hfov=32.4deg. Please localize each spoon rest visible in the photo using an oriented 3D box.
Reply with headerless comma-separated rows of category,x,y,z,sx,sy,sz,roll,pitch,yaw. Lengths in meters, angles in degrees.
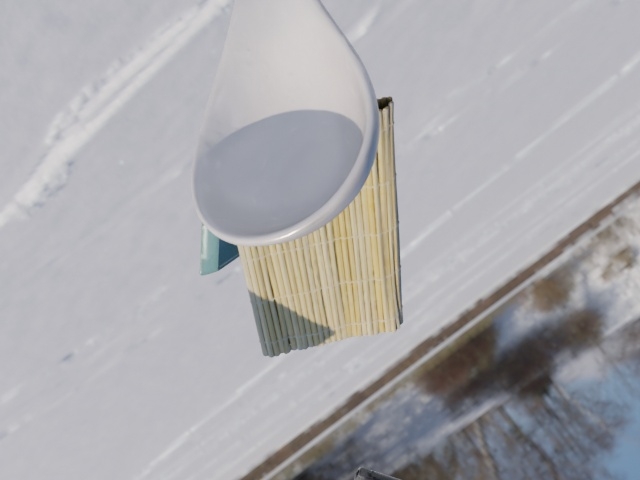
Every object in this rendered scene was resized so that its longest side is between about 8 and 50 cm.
spoon rest,-0.020,-0.117,0.721,0.137,0.276,0.084,-16,141,28

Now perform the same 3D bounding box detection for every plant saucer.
plant saucer,-0.059,-0.028,1.050,0.192,0.018,0.067,-39,139,-58

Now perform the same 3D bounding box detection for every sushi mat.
sushi mat,0.000,0.000,1.005,0.151,0.019,0.316,-13,140,-4

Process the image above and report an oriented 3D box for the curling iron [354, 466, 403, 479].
curling iron,0.162,0.291,1.127,0.035,0.274,0.068,-62,-177,6
